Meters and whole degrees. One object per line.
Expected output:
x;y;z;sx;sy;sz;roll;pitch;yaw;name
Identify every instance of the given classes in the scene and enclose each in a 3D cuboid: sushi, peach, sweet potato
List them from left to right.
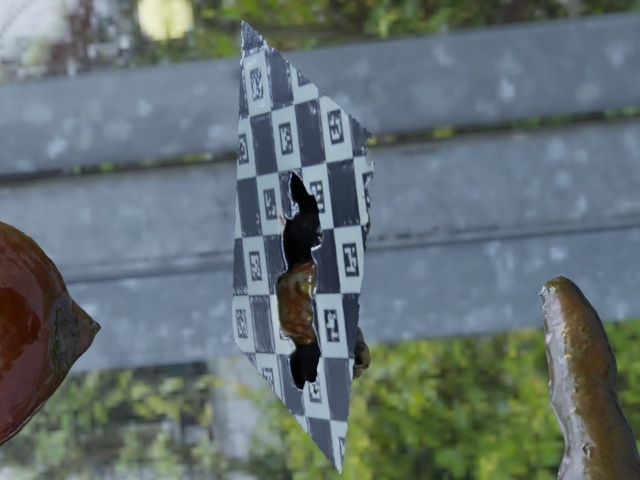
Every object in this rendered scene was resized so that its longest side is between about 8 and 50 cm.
-0.317;0.086;1.537;0.232;0.256;0.232;-173;90;-66;peach
0.000;0.000;1.414;0.264;0.050;0.290;-135;43;-56;sushi
0.152;0.145;0.934;0.075;0.074;0.270;62;-167;-75;sweet potato
